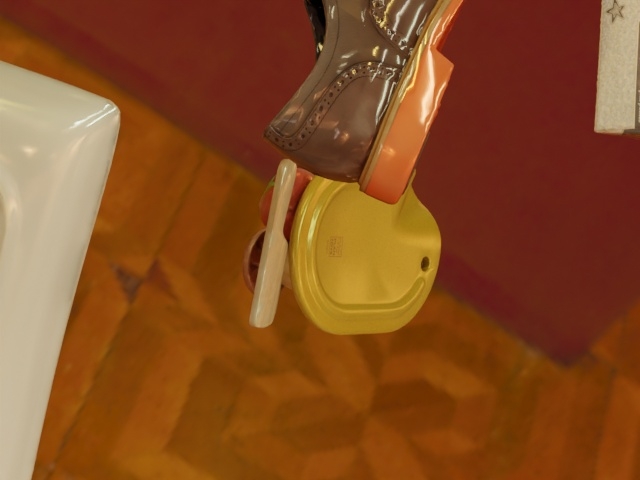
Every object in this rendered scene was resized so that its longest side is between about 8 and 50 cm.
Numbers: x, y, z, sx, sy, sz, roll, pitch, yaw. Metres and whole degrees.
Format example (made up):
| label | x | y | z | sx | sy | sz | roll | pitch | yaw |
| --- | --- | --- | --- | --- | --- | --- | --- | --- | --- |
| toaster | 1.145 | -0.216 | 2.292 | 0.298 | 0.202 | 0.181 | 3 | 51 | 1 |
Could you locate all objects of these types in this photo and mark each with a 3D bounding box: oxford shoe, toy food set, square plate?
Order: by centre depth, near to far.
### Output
| label | x | y | z | sx | sy | sz | roll | pitch | yaw |
| --- | --- | --- | --- | --- | --- | --- | --- | --- | --- |
| oxford shoe | 0.046 | -0.162 | 1.116 | 0.098 | 0.097 | 0.271 | 20 | 75 | -1 |
| square plate | -0.325 | 0.018 | 1.194 | 0.344 | 0.347 | 0.049 | 19 | 26 | 4 |
| toy food set | 0.000 | 0.000 | 1.364 | 0.218 | 0.071 | 0.128 | 4 | 93 | -53 |

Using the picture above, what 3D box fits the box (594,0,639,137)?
| label | x | y | z | sx | sy | sz | roll | pitch | yaw |
| --- | --- | --- | --- | --- | --- | --- | --- | --- | --- |
| box | 0.327 | -0.205 | 1.594 | 0.142 | 0.163 | 0.247 | 1 | 93 | -62 |
